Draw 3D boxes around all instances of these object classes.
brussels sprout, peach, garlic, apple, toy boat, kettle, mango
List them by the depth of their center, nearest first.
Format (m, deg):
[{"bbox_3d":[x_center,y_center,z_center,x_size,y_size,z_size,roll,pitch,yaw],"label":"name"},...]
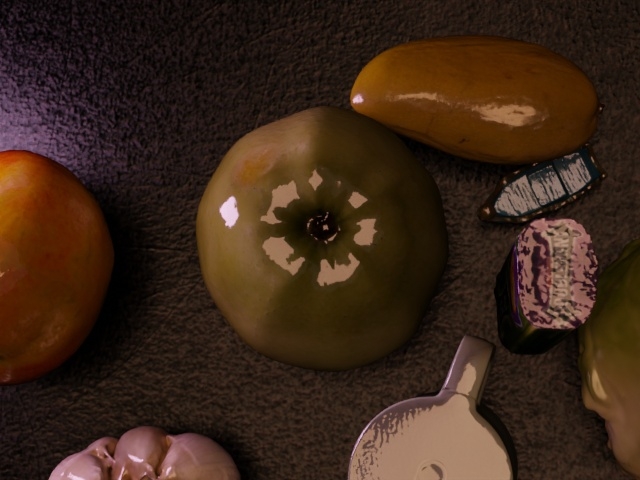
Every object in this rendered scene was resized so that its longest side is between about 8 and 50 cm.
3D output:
[{"bbox_3d":[0.168,0.273,1.624,0.265,0.318,0.205,-41,78,3],"label":"kettle"},{"bbox_3d":[0.486,0.145,1.628,0.344,0.268,0.344,1,94,20],"label":"brussels sprout"},{"bbox_3d":[0.000,0.000,1.683,0.357,0.357,0.357,-1,83,8],"label":"apple"},{"bbox_3d":[-0.216,0.335,1.737,0.281,0.203,0.185,28,69,14],"label":"garlic"},{"bbox_3d":[0.219,-0.201,1.751,0.331,0.142,0.195,16,49,11],"label":"mango"},{"bbox_3d":[-0.434,0.030,1.765,0.307,0.308,0.332,10,69,9],"label":"peach"},{"bbox_3d":[0.300,-0.072,1.767,0.185,0.077,0.075,-24,81,5],"label":"toy boat"}]

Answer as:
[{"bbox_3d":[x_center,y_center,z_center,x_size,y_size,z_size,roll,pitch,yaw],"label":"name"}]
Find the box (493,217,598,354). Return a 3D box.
[{"bbox_3d":[0.280,0.066,1.618,0.097,0.345,0.134,-2,79,3],"label":"box"}]
